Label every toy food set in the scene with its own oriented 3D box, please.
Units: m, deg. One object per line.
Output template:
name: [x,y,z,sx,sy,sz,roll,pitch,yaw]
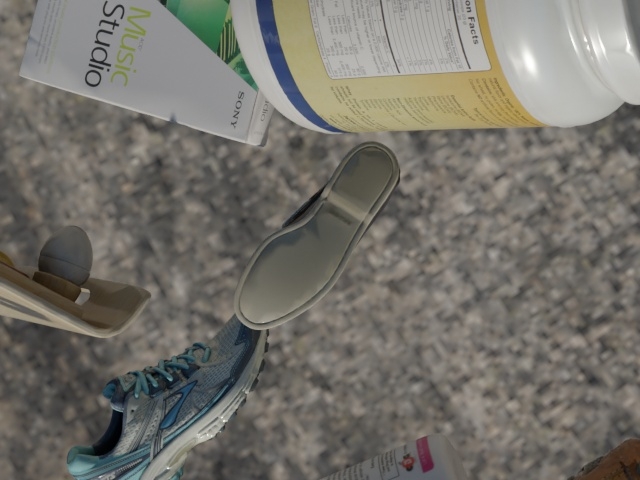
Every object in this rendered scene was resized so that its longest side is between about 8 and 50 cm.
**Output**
toy food set: [-0.324,-0.011,1.511,0.219,0.092,0.306,9,161,45]

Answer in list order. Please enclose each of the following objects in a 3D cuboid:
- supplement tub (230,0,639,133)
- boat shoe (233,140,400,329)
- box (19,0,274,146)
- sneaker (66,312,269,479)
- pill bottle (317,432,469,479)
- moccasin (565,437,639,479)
supplement tub: [0.116,-0.196,1.272,0.316,0.228,0.228,0,117,33]
boat shoe: [0.000,0.000,1.557,0.075,0.206,0.065,39,178,6]
box: [-0.180,-0.259,1.957,0.322,0.058,0.232,17,96,23]
sneaker: [-0.168,0.177,1.877,0.122,0.283,0.110,39,175,-15]
pill bottle: [0.038,0.339,1.909,0.160,0.283,0.160,-23,-90,-83]
moccasin: [0.342,0.340,1.423,0.380,0.147,0.139,54,174,14]
